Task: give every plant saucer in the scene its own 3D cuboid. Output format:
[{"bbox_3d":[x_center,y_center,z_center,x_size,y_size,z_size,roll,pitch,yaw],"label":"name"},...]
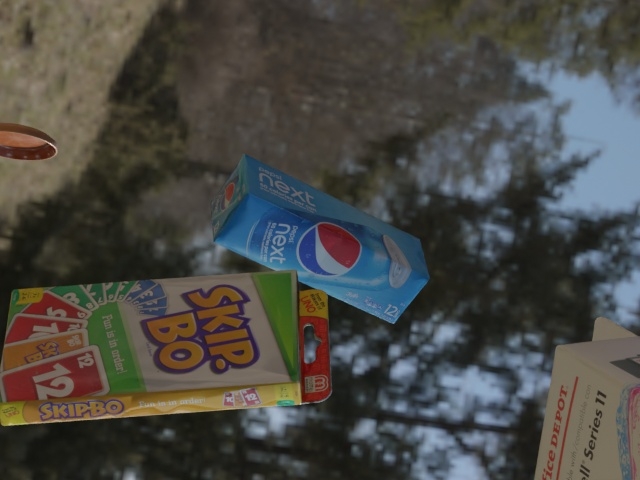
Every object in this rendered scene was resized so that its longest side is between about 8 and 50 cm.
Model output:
[{"bbox_3d":[-0.298,-0.097,1.482,0.083,0.084,0.013,134,-38,-70],"label":"plant saucer"}]

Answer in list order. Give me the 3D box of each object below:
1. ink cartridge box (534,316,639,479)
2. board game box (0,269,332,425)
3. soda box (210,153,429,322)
[{"bbox_3d":[0.311,0.223,1.428,0.353,0.119,0.207,33,-58,56],"label":"ink cartridge box"},{"bbox_3d":[-0.122,0.083,1.212,0.124,0.260,0.039,-93,180,-46],"label":"board game box"},{"bbox_3d":[0.000,0.000,1.477,0.067,0.210,0.071,-54,-155,26],"label":"soda box"}]
